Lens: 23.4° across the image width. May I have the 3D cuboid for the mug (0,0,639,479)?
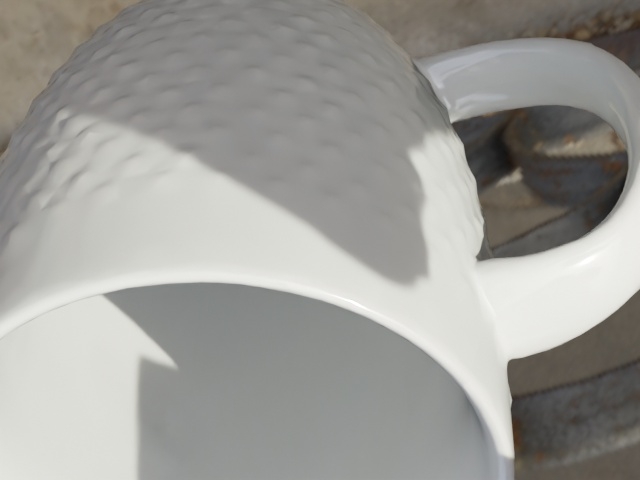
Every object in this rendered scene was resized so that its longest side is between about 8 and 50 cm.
[{"bbox_3d":[0.000,0.000,0.812,0.374,0.328,0.276,-16,128,14],"label":"mug"}]
